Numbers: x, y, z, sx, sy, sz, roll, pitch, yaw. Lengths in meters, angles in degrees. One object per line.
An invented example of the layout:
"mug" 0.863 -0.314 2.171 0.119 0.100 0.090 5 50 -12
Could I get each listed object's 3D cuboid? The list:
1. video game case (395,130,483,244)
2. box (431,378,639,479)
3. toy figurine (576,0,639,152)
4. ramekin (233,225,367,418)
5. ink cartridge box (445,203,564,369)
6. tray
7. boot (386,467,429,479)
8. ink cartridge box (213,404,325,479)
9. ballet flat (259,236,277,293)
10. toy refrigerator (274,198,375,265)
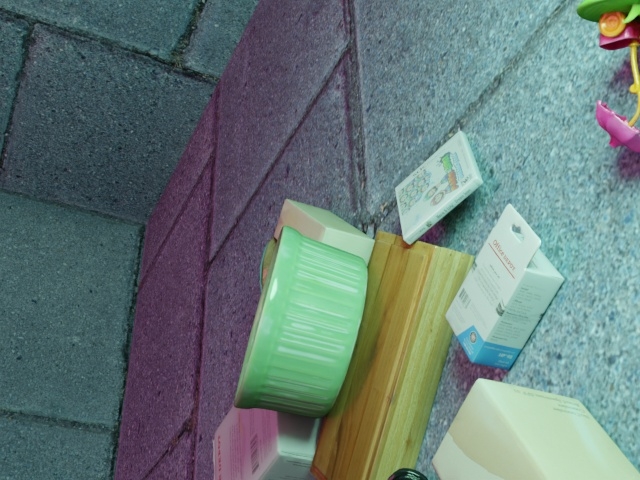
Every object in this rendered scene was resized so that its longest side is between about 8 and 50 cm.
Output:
"video game case" 0.173 -0.082 1.234 0.143 0.019 0.157 -42 24 23
"box" 0.237 0.276 0.759 0.121 0.148 0.311 -67 24 20
"toy figurine" 0.354 -0.171 0.858 0.173 0.130 0.159 2 92 44
"ramekin" -0.030 0.140 1.330 0.303 0.148 0.303 -165 90 -85
"ink cartridge box" 0.234 0.058 1.023 0.104 0.060 0.180 -110 40 -57
"tray" 0.099 0.199 1.252 0.203 0.076 0.410 -160 85 -69
"boot" 0.068 0.413 1.028 0.207 0.094 0.246 19 -89 -75
"ink cartridge box" -0.086 0.378 1.514 0.226 0.131 0.306 -97 29 -43
"ballet flat" -0.061 0.149 1.658 0.124 0.116 0.342 -12 63 44
"toy refrigerator" 0.000 0.000 1.591 0.269 0.102 0.094 38 112 66
